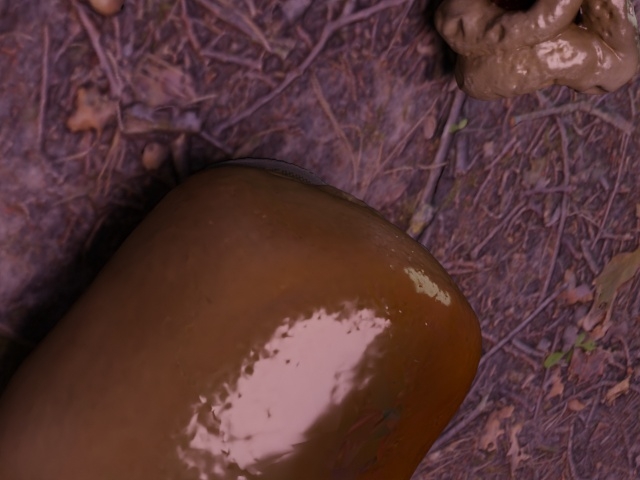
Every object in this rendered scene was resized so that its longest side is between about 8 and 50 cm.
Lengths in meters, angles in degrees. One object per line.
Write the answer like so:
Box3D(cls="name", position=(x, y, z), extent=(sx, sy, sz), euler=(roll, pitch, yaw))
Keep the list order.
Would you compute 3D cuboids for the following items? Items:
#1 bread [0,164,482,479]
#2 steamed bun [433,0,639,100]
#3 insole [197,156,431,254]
Box3D(cls="bread", position=(-0.055, 0.135, 0.807), extent=(0.376, 0.253, 0.348), euler=(-50, 129, -3))
Box3D(cls="steamed bun", position=(0.185, -0.199, 0.885), extent=(0.155, 0.141, 0.172), euler=(-27, 125, -4))
Box3D(cls="insole", position=(0.000, 0.000, 0.937), extent=(0.322, 0.007, 0.109), euler=(25, 99, -40))
